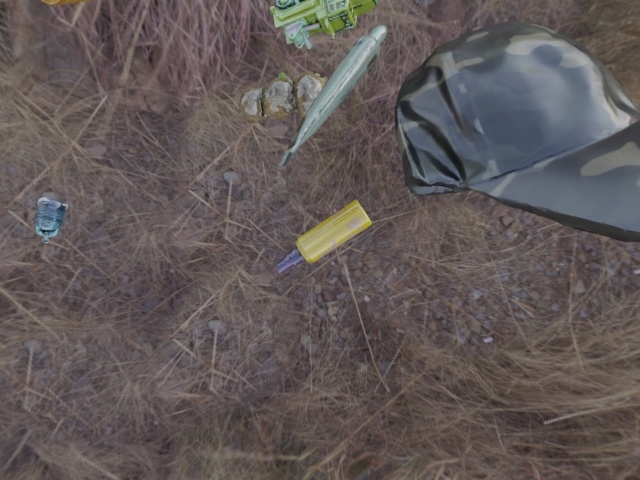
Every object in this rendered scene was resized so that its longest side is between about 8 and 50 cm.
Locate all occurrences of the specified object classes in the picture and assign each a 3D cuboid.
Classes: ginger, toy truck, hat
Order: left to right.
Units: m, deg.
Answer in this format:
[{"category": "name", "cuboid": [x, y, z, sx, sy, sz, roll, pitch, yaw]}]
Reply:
[{"category": "ginger", "cuboid": [-0.083, -0.297, 0.886, 0.204, 0.080, 0.104, 0, 76, 23]}, {"category": "toy truck", "cuboid": [0.019, -0.565, 1.050, 0.260, 0.128, 0.135, -17, 74, 17]}, {"category": "hat", "cuboid": [0.312, -0.152, 0.476, 0.367, 0.382, 0.257, -26, 105, -30]}]

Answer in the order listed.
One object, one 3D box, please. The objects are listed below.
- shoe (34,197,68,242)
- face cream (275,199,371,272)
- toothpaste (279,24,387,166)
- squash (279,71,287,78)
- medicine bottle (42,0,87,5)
[{"category": "shoe", "cuboid": [-0.661, -0.054, 1.024, 0.064, 0.143, 0.071, 15, 53, -34]}, {"category": "face cream", "cuboid": [0.000, 0.000, 1.095, 0.274, 0.078, 0.078, -33, 86, 6]}, {"category": "toothpaste", "cuboid": [0.022, -0.197, 0.550, 0.037, 0.067, 0.255, 37, 71, -12]}, {"category": "squash", "cuboid": [-0.090, -0.407, 1.074, 0.027, 0.089, 0.027, -9, 130, -11]}, {"category": "medicine bottle", "cuboid": [-0.717, -0.733, 1.200, 0.097, 0.191, 0.096, 6, 124, 9]}]
